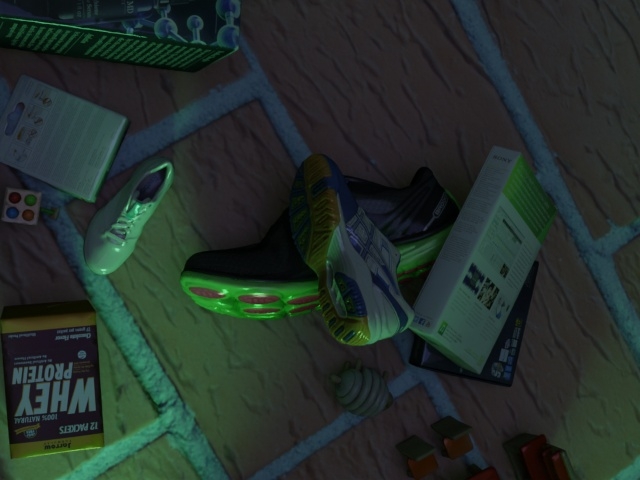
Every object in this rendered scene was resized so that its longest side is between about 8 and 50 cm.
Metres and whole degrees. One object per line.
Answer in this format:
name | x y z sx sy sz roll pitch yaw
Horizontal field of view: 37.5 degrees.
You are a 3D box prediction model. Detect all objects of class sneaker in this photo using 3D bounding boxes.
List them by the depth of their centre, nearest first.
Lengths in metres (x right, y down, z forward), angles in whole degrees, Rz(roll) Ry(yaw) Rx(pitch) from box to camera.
sneaker | 0.047 0.011 1.407 0.131 0.112 0.296 -5 73 -36
sneaker | -0.296 -0.043 1.460 0.080 0.094 0.212 33 82 -17
sneaker | 0.000 0.000 1.536 0.483 0.185 0.202 -14 74 -18

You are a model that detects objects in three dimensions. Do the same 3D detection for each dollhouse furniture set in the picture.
dollhouse furniture set | 0.294 0.433 1.629 0.259 0.135 0.261 -25 98 -15

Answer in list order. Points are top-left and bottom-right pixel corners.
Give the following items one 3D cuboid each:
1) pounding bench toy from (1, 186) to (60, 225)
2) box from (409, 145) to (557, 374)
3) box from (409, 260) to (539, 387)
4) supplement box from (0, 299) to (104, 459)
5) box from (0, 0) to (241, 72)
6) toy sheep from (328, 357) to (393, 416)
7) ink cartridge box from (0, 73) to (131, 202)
pounding bench toy | -0.437 -0.049 1.431 0.083 0.065 0.052 8 88 -18
box | 0.269 0.037 1.530 0.322 0.059 0.232 -61 145 -8
box | 0.270 0.126 1.657 0.184 0.059 0.232 15 86 -16
supplement box | -0.393 0.195 1.383 0.129 0.191 0.194 -4 93 -17
box | -0.326 -0.423 1.362 0.396 0.212 0.293 3 89 -25
toy sheep | 0.068 0.250 1.584 0.132 0.091 0.091 26 83 -21
ink cartridge box | -0.406 -0.157 1.463 0.179 0.045 0.145 23 85 2
